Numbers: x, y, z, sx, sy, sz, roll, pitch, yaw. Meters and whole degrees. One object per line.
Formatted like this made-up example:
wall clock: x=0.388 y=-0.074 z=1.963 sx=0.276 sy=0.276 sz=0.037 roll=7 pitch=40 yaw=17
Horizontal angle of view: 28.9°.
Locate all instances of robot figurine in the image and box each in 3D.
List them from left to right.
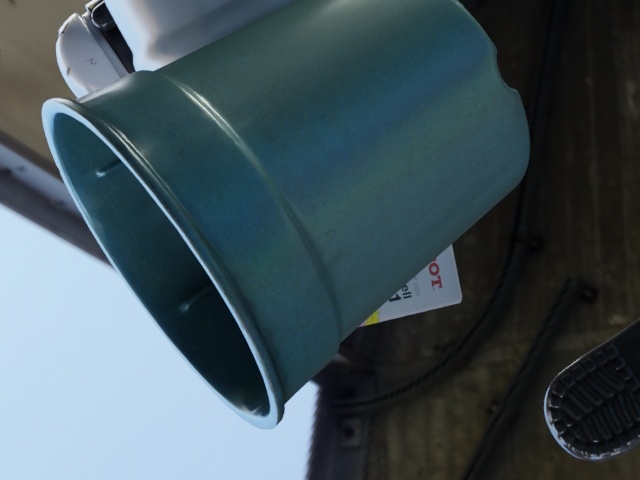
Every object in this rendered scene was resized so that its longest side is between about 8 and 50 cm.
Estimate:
robot figurine: x=-0.243 y=-0.297 z=1.778 sx=0.278 sy=0.209 sz=0.173 roll=-34 pitch=-145 yaw=-5

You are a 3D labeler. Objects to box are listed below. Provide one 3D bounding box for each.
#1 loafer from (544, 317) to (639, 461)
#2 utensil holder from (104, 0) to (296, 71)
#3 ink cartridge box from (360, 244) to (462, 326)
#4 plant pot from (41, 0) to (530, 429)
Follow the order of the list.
loafer: x=0.394 y=0.097 z=1.262 sx=0.366 sy=0.130 sz=0.133 roll=-28 pitch=-103 yaw=9
utensil holder: x=-0.137 y=-0.405 z=1.311 sx=0.328 sy=0.385 sz=0.327 roll=-28 pitch=-168 yaw=6
ink cartridge box: x=0.000 y=0.000 z=1.394 sx=0.117 sy=0.278 sz=0.201 roll=179 pitch=-100 yaw=-72
plant pot: x=-0.014 y=-0.063 z=1.124 sx=0.334 sy=0.341 sz=0.341 roll=-34 pitch=-134 yaw=-18
